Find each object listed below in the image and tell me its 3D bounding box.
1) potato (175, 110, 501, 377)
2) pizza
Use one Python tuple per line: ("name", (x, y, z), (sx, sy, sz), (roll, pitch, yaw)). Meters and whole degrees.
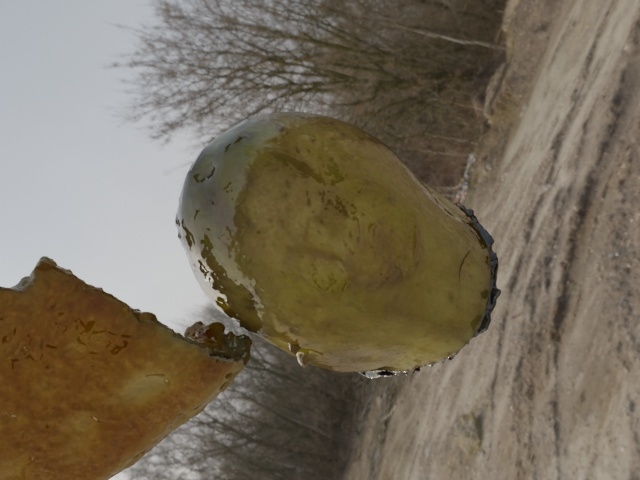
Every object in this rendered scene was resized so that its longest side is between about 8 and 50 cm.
("potato", (0.000, 0.000, 0.477), (0.229, 0.266, 0.229), (-41, 33, 34))
("pizza", (-0.218, 0.117, 0.350), (0.365, 0.074, 0.182), (-24, -63, -22))
